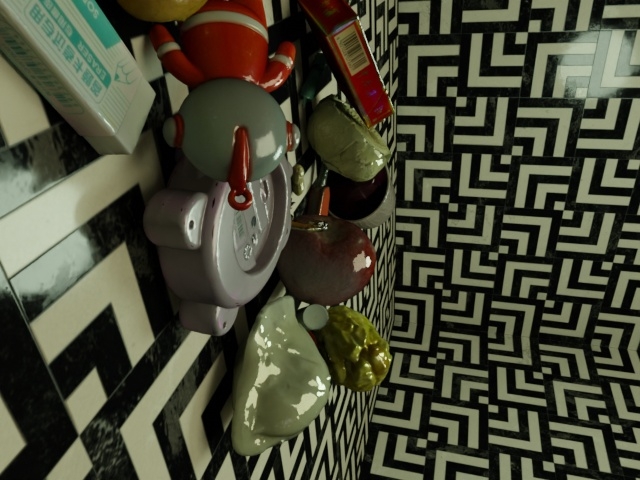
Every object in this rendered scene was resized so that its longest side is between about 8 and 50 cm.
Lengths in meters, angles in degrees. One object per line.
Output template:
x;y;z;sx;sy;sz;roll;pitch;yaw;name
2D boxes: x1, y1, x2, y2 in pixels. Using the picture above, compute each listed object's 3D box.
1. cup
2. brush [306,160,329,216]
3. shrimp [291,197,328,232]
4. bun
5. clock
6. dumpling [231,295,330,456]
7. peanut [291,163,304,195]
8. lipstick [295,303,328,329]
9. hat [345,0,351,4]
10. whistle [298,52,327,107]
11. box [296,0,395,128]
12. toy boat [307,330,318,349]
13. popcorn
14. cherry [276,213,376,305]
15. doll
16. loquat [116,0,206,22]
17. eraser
0.126;-0.118;1.587;0.273;0.208;0.289;24;62;-75;cup
-0.012;-0.066;1.417;0.070;0.051;0.324;23;76;-67;brush
-0.049;-0.054;1.093;0.195;0.147;0.035;-50;151;-68;shrimp
0.063;-0.263;1.360;0.152;0.259;0.259;-46;179;22;bun
-0.145;-0.038;0.809;0.322;0.113;0.296;-66;156;-47;clock
-0.077;0.247;0.995;0.318;0.187;0.243;-63;153;-62;dumpling
-0.055;-0.148;1.247;0.037;0.037;0.083;-65;153;-52;peanut
-0.030;0.187;1.221;0.264;0.059;0.059;132;-33;-76;lipstick
0.022;-0.632;1.334;0.245;0.149;0.214;-52;-164;35;hat
-0.020;-0.409;1.295;0.039;0.039;0.187;76;25;-50;whistle
0.066;-0.443;1.229;0.198;0.089;0.313;62;6;35;box
-0.070;0.343;1.298;0.318;0.071;0.219;18;74;-71;toy boat
0.080;0.315;1.497;0.286;0.215;0.252;-125;-152;-44;popcorn
0.005;0.061;1.184;0.206;0.239;0.240;-98;-178;-56;cherry
-0.118;-0.193;0.671;0.105;0.199;0.337;132;-48;-60;doll
-0.188;-0.320;0.582;0.137;0.112;0.138;-13;108;-48;loquat
-0.246;-0.188;0.496;0.225;0.052;0.096;66;30;-59;eraser
